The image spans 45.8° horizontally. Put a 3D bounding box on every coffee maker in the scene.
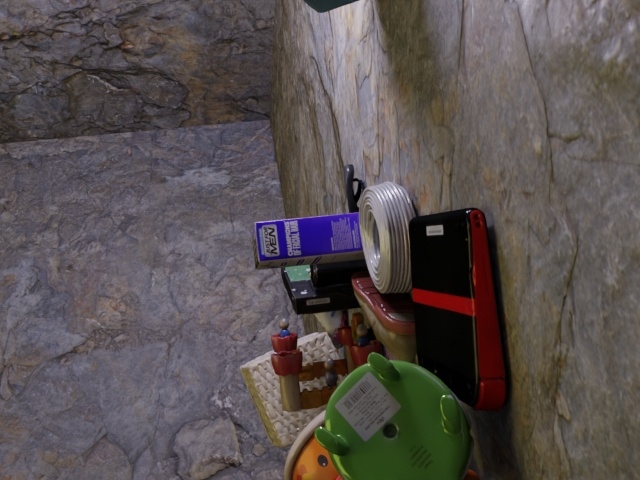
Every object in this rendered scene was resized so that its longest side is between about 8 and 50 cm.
[{"bbox_3d":[0.064,0.077,2.108,0.171,0.178,0.120,-106,12,-49],"label":"coffee maker"}]

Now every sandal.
[{"bbox_3d":[0.104,-0.120,2.164,0.254,0.055,0.097,78,-175,-46],"label":"sandal"}]

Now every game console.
[{"bbox_3d":[0.244,0.118,1.396,0.386,0.060,0.341,174,93,-81],"label":"game console"}]

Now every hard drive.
[{"bbox_3d":[0.015,0.129,2.284,0.339,0.237,0.064,-123,28,-70],"label":"hard drive"}]

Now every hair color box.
[{"bbox_3d":[0.000,0.000,1.926,0.185,0.339,0.110,131,131,-79],"label":"hair color box"}]

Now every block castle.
[{"bbox_3d":[0.012,0.328,2.175,0.453,0.303,0.212,-177,81,-87],"label":"block castle"}]

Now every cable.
[{"bbox_3d":[0.157,-0.006,1.720,0.257,0.089,0.257,176,87,-81],"label":"cable"}]

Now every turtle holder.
[{"bbox_3d":[0.172,0.349,1.310,0.227,0.320,0.243,46,-121,-60],"label":"turtle holder"}]

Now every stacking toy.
[{"bbox_3d":[0.161,0.619,1.735,0.480,0.351,0.350,42,141,50],"label":"stacking toy"}]

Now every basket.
[{"bbox_3d":[-0.071,0.528,2.674,0.266,0.328,0.331,137,110,-77],"label":"basket"}]

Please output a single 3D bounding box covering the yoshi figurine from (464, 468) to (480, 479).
[{"bbox_3d":[0.193,0.396,1.529,0.362,0.204,0.203,-108,30,-62],"label":"yoshi figurine"}]

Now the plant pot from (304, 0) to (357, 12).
[{"bbox_3d":[0.020,-0.662,1.677,0.252,0.248,0.247,69,-175,-48],"label":"plant pot"}]

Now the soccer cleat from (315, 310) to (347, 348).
[{"bbox_3d":[0.018,0.234,2.655,0.116,0.143,0.331,-114,19,-63],"label":"soccer cleat"}]

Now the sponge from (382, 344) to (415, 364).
[{"bbox_3d":[0.196,0.298,1.896,0.210,0.031,0.117,131,132,-79],"label":"sponge"}]

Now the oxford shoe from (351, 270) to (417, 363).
[{"bbox_3d":[0.146,0.173,1.797,0.348,0.123,0.130,-117,26,-67],"label":"oxford shoe"}]
